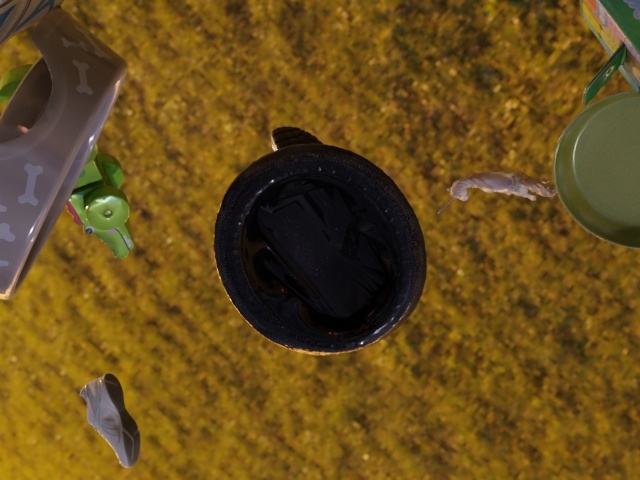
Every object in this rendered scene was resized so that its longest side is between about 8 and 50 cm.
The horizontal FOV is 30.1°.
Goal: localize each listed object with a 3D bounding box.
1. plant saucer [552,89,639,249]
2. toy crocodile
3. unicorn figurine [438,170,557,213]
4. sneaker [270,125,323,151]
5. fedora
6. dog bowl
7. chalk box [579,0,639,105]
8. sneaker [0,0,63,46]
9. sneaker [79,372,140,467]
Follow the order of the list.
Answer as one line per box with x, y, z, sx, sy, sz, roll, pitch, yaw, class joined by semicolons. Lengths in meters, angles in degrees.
0.434;-0.098;1.589;0.240;0.037;0.241;10;124;15;plant saucer
-0.349;-0.106;1.691;0.341;0.105;0.115;70;179;-45;toy crocodile
0.272;-0.084;1.815;0.161;0.111;0.060;-14;79;41;unicorn figurine
-0.018;-0.086;2.229;0.283;0.107;0.124;52;136;23;sneaker
0.000;0.000;1.769;0.334;0.334;0.152;49;-166;-15;fedora
-0.330;-0.089;1.356;0.102;0.349;0.349;27;158;-10;dog bowl
0.411;-0.262;1.364;0.179;0.289;0.180;57;-173;9;chalk box
-0.348;-0.274;1.311;0.085;0.237;0.086;30;147;8;sneaker
-0.329;0.287;1.871;0.061;0.053;0.152;-19;91;20;sneaker
